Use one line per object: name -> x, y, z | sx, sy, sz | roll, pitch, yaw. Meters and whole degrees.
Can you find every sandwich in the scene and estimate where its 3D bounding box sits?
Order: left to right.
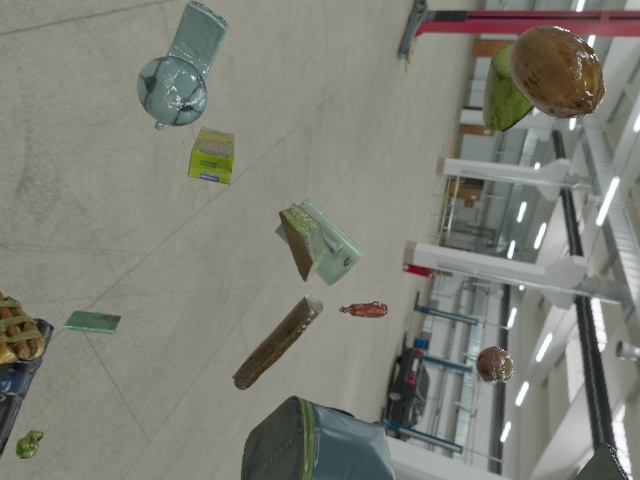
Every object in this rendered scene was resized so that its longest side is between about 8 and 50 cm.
sandwich -> -0.045, 0.009, 1.308 | 0.094, 0.096, 0.257 | -38, 117, -40

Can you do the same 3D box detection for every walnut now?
walnut -> 0.366, -0.259, 0.628 | 0.115, 0.116, 0.207 | 77, 1, -50

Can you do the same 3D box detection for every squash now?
squash -> 0.400, -0.342, 0.899 | 0.191, 0.085, 0.184 | -92, -156, -43

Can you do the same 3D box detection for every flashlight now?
flashlight -> -0.784, 0.402, 1.003 | 0.103, 0.103, 0.423 | 70, 17, -56

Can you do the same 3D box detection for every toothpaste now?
toothpaste -> -0.311, -0.255, 1.181 | 0.327, 0.110, 0.077 | -112, -143, -62

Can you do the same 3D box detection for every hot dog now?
hot dog -> -0.770, 0.208, 0.994 | 0.109, 0.270, 0.072 | 4, 117, -56

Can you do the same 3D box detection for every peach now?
peach -> 0.386, 0.277, 0.901 | 0.083, 0.083, 0.083 | 11, 90, -71

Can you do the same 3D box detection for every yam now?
yam -> -0.085, 0.193, 0.736 | 0.264, 0.046, 0.046 | -50, 173, 25

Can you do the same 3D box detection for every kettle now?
kettle -> -0.010, 0.009, 1.592 | 0.205, 0.318, 0.265 | -43, -177, 18

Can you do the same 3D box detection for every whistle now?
whistle -> -0.314, -0.359, 0.896 | 0.289, 0.163, 0.163 | -50, 179, 35

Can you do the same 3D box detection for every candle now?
candle -> 0.123, 0.199, 1.179 | 0.162, 0.048, 0.053 | 6, 114, -31

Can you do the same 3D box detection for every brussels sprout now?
brussels sprout -> -0.730, 0.508, 1.015 | 0.046, 0.083, 0.050 | -29, 109, -17

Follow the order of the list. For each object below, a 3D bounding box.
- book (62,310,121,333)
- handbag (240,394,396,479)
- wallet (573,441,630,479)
book -> -0.680, 0.243, 1.214 | 0.103, 0.135, 0.017 | -126, -131, -69
handbag -> -0.010, 0.469, 0.831 | 0.263, 0.241, 0.222 | -46, -153, 28
wallet -> 0.685, 0.659, 0.944 | 0.190, 0.046, 0.379 | -67, 165, 18
